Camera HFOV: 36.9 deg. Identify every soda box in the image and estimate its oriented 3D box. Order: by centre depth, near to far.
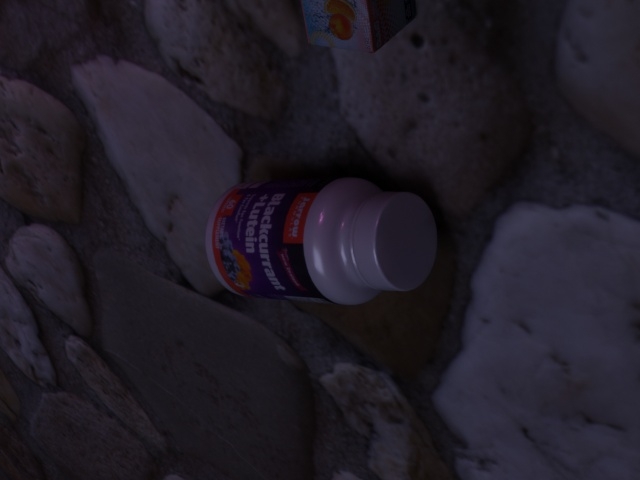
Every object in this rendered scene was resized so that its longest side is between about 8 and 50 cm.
[{"bbox_3d":[0.016,-0.221,0.635,0.058,0.063,0.183,16,134,31],"label":"soda box"}]

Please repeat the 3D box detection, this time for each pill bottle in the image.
[{"bbox_3d":[0.000,0.000,0.824,0.193,0.108,0.108,0,125,44],"label":"pill bottle"}]
